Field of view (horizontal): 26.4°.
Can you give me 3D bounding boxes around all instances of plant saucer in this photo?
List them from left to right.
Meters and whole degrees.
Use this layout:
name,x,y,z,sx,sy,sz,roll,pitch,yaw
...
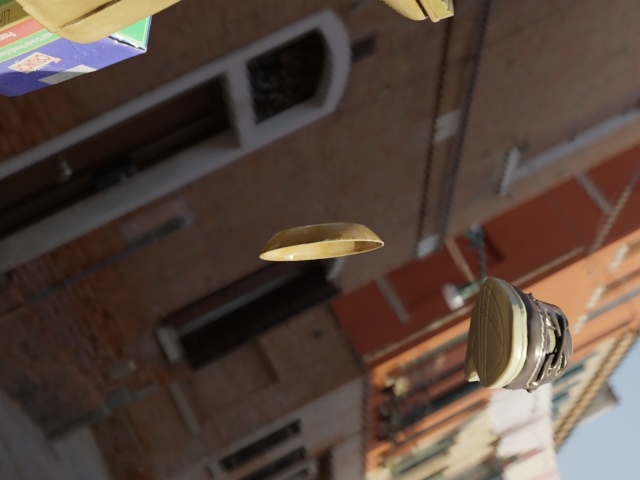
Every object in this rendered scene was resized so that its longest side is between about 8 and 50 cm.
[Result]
name,x,y,z,sx,sy,sz,roll,pitch,yaw
plant saucer,0.000,0.000,0.906,0.083,0.083,0.015,117,-33,-80

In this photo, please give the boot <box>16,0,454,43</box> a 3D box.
name,x,y,z,sx,sy,sz,roll,pitch,yaw
boot,-0.067,-0.204,0.981,0.236,0.269,0.089,48,32,-43

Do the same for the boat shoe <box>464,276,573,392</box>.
name,x,y,z,sx,sy,sz,roll,pitch,yaw
boat shoe,0.190,0.093,1.277,0.285,0.092,0.103,87,7,-80

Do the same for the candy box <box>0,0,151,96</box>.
name,x,y,z,sx,sy,sz,roll,pitch,yaw
candy box,-0.257,-0.319,1.305,0.268,0.122,0.317,-7,-107,49
